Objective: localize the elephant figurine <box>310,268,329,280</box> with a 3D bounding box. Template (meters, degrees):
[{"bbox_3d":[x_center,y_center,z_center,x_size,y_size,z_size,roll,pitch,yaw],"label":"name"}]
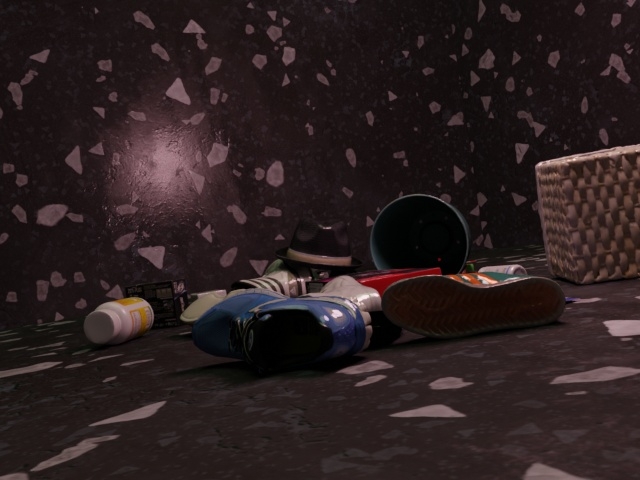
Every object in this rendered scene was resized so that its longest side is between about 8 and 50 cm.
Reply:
[{"bbox_3d":[-0.056,0.147,2.277,0.186,0.169,0.239,-38,7,17],"label":"elephant figurine"}]

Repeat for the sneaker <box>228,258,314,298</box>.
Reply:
[{"bbox_3d":[-0.200,0.148,2.066,0.258,0.168,0.447,-6,1,-17],"label":"sneaker"}]

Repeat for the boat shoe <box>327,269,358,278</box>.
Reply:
[{"bbox_3d":[0.091,0.145,2.066,0.094,0.109,0.302,21,4,-11],"label":"boat shoe"}]

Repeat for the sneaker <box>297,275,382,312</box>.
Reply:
[{"bbox_3d":[0.006,0.143,1.382,0.169,0.107,0.292,-5,0,-18],"label":"sneaker"}]

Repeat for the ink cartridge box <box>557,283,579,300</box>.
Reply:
[{"bbox_3d":[0.378,0.119,1.238,0.209,0.045,0.206,-7,-2,-31],"label":"ink cartridge box"}]

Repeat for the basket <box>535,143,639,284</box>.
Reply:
[{"bbox_3d":[0.750,-0.074,1.529,0.329,0.330,0.266,-9,1,9],"label":"basket"}]

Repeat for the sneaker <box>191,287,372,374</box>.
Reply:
[{"bbox_3d":[-0.091,0.142,0.977,0.330,0.129,0.147,-8,-3,32],"label":"sneaker"}]

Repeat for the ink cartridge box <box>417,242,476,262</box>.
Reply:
[{"bbox_3d":[0.422,0.056,2.155,0.134,0.077,0.231,-5,-4,-41],"label":"ink cartridge box"}]

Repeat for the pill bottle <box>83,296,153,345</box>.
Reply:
[{"bbox_3d":[-0.550,0.221,1.645,0.118,0.117,0.208,-8,0,8],"label":"pill bottle"}]

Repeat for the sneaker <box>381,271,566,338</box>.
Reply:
[{"bbox_3d":[0.253,0.109,1.045,0.303,0.108,0.121,0,-1,0],"label":"sneaker"}]

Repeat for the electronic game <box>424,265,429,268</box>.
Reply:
[{"bbox_3d":[0.271,0.116,2.045,0.230,0.048,0.229,-22,8,3],"label":"electronic game"}]

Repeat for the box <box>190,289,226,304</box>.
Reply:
[{"bbox_3d":[-0.371,0.213,2.015,0.102,0.087,0.101,-7,-1,-26],"label":"box"}]

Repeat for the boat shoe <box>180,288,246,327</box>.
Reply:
[{"bbox_3d":[-0.252,0.190,1.517,0.305,0.091,0.109,-12,34,50],"label":"boat shoe"}]

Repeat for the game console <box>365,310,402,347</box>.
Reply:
[{"bbox_3d":[-0.024,0.177,1.142,0.362,0.043,0.213,-9,-1,19],"label":"game console"}]

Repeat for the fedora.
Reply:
[{"bbox_3d":[0.000,0.000,2.026,0.335,0.152,0.334,6,7,-1],"label":"fedora"}]

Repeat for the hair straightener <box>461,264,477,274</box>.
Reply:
[{"bbox_3d":[0.450,0.094,1.975,0.089,0.047,0.230,37,4,5],"label":"hair straightener"}]

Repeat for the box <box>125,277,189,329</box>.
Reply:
[{"bbox_3d":[-0.515,0.204,1.914,0.180,0.147,0.077,-9,0,20],"label":"box"}]

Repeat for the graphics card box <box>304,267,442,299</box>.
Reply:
[{"bbox_3d":[0.133,0.134,1.618,0.233,0.094,0.371,-9,-1,-22],"label":"graphics card box"}]

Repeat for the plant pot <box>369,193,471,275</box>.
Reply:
[{"bbox_3d":[0.327,0.002,1.851,0.293,0.292,0.235,-9,2,24],"label":"plant pot"}]

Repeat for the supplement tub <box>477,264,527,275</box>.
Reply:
[{"bbox_3d":[0.450,0.097,1.497,0.071,0.070,0.107,-8,-1,-35],"label":"supplement tub"}]

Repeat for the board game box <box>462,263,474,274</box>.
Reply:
[{"bbox_3d":[0.374,0.129,2.220,0.214,0.046,0.317,-9,0,-32],"label":"board game box"}]
